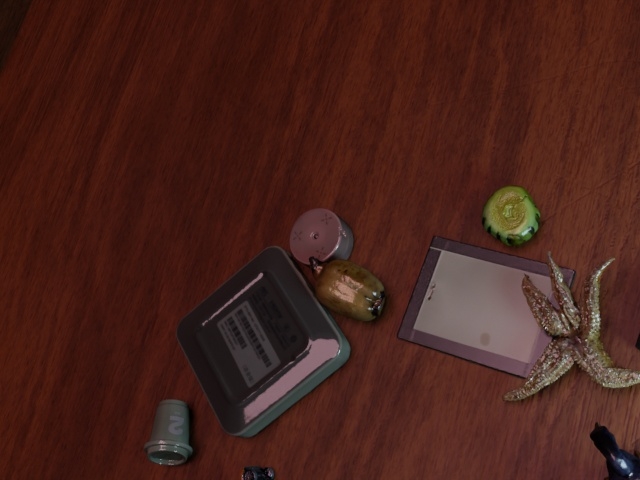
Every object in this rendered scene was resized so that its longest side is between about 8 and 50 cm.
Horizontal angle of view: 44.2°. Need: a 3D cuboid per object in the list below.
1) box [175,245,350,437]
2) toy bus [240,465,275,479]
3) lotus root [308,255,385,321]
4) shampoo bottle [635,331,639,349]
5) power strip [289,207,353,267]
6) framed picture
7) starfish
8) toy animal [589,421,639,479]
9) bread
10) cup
[{"bbox_3d":[-0.151,0.243,1.947,0.373,0.090,0.367,-41,58,8],"label":"box"},{"bbox_3d":[-0.110,0.595,1.784,0.194,0.083,0.088,35,97,31],"label":"toy bus"},{"bbox_3d":[0.057,0.110,1.872,0.220,0.118,0.125,27,75,25],"label":"lotus root"},{"bbox_3d":[0.694,0.128,1.582,0.063,0.057,0.208,17,79,31],"label":"shampoo bottle"},{"bbox_3d":[0.000,0.000,1.975,0.154,0.078,0.154,-9,69,26],"label":"power strip"},{"bbox_3d":[0.365,0.145,1.768,0.347,0.016,0.265,14,77,30],"label":"framed picture"},{"bbox_3d":[0.501,0.170,1.632,0.301,0.084,0.294,-17,72,33],"label":"starfish"},{"bbox_3d":[0.584,0.465,1.427,0.122,0.185,0.298,-28,78,9],"label":"toy animal"},{"bbox_3d":[0.432,-0.054,1.781,0.130,0.071,0.139,-43,56,1],"label":"bread"},{"bbox_3d":[-0.371,0.474,1.958,0.120,0.120,0.141,-14,50,21],"label":"cup"}]
